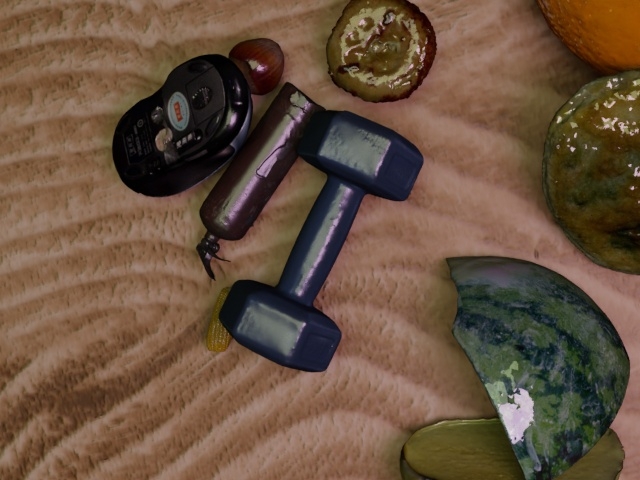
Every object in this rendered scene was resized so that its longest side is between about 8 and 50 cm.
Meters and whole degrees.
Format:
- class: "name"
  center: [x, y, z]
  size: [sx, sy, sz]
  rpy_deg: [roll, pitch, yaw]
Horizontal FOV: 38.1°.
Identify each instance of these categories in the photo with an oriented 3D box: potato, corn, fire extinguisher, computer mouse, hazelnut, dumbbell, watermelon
- class: "potato"
  center: [0.234, 0.304, 1.138]
  size: [0.271, 0.160, 0.111]
  rpy_deg: [-1, 114, 5]
- class: "corn"
  center: [-0.129, 0.105, 1.239]
  size: [0.037, 0.037, 0.092]
  rpy_deg: [16, 93, 8]
- class: "fire extinguisher"
  center: [-0.086, -0.076, 1.219]
  size: [0.089, 0.072, 0.268]
  rpy_deg: [36, 92, 39]
- class: "computer mouse"
  center: [-0.172, -0.146, 1.217]
  size: [0.233, 0.096, 0.137]
  rpy_deg: [-25, 62, 31]
- class: "hazelnut"
  center: [-0.084, -0.234, 1.232]
  size: [0.086, 0.086, 0.087]
  rpy_deg: [0, 87, 7]
- class: "dumbbell"
  center: [0.000, 0.000, 1.173]
  size: [0.144, 0.160, 0.325]
  rpy_deg: [26, 90, -21]
- class: "watermelon"
  center: [0.249, 0.130, 1.136]
  size: [0.176, 0.256, 0.260]
  rpy_deg: [-24, 93, 49]

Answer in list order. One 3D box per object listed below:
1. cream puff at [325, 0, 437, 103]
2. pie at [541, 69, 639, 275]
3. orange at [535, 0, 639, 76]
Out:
- class: "cream puff"
  center: [0.078, -0.248, 1.206]
  size: [0.148, 0.084, 0.149]
  rpy_deg: [0, 89, 11]
- class: "pie"
  center: [0.415, -0.066, 1.082]
  size: [0.323, 0.071, 0.323]
  rpy_deg: [7, 129, 8]
- class: "orange"
  center: [0.407, -0.350, 1.063]
  size: [0.340, 0.293, 0.341]
  rpy_deg: [-1, 87, 9]
